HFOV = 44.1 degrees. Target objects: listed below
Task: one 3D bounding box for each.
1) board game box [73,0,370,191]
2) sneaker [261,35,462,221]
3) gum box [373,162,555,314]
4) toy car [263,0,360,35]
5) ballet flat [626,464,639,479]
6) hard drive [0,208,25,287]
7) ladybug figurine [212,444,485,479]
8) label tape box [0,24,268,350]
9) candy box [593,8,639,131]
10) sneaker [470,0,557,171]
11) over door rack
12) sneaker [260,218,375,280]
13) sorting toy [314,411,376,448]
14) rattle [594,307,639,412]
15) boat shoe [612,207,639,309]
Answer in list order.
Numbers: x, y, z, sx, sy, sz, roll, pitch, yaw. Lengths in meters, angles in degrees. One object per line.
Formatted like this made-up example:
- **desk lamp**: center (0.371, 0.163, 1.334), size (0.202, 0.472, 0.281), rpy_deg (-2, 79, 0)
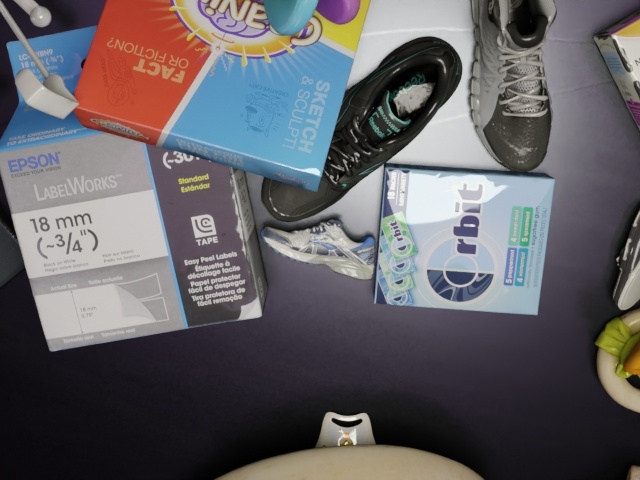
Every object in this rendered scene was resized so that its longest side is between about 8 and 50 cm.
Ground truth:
- **board game box**: center (-0.073, -0.232, 0.770), size (0.242, 0.064, 0.316), rpy_deg (15, 80, -1)
- **sneaker**: center (0.035, -0.116, 0.832), size (0.267, 0.106, 0.101), rpy_deg (-43, 99, 12)
- **gum box**: center (0.157, -0.002, 0.884), size (0.184, 0.041, 0.157), rpy_deg (5, 103, 2)
- **toy car**: center (-0.003, -0.256, 0.687), size (0.182, 0.159, 0.136), rpy_deg (-46, 123, -9)
- **ballet flat**: center (0.301, 0.390, 0.951), size (0.316, 0.107, 0.106), rpy_deg (-46, 77, 6)
- **hard drive**: center (-0.409, 0.023, 0.922), size (0.135, 0.022, 0.094), rpy_deg (-37, 99, 10)
- **ladybug figurine**: center (0.006, 0.386, 0.891), size (0.449, 0.162, 0.305), rpy_deg (-21, 115, 12)
- **label tape box**: center (-0.207, -0.067, 0.852), size (0.241, 0.106, 0.333), rpy_deg (-10, 103, 4)
- **candy box**: center (0.415, -0.152, 0.824), size (0.159, 0.071, 0.233), rpy_deg (-30, 99, 9)
- **sneaker**: center (0.197, -0.174, 0.796), size (0.086, 0.132, 0.228), rpy_deg (-10, 102, 5)
- **over door rack**: center (-0.370, -0.145, 0.780), size (0.239, 0.108, 0.324), rpy_deg (-41, 57, 10)
- **sneaker**: center (0.000, 0.000, 0.893), size (0.135, 0.052, 0.058), rpy_deg (16, 93, -9)
- **sorting toy**: center (0.031, 0.245, 0.952), size (0.083, 0.045, 0.075), rpy_deg (0, 84, 2)
- **rattle**: center (0.402, 0.172, 0.869), size (0.130, 0.143, 0.199), rpy_deg (-29, 94, -10)
- **boat shoe**: center (0.354, 0.016, 0.882), size (0.046, 0.038, 0.125), rpy_deg (0, 114, -41)
